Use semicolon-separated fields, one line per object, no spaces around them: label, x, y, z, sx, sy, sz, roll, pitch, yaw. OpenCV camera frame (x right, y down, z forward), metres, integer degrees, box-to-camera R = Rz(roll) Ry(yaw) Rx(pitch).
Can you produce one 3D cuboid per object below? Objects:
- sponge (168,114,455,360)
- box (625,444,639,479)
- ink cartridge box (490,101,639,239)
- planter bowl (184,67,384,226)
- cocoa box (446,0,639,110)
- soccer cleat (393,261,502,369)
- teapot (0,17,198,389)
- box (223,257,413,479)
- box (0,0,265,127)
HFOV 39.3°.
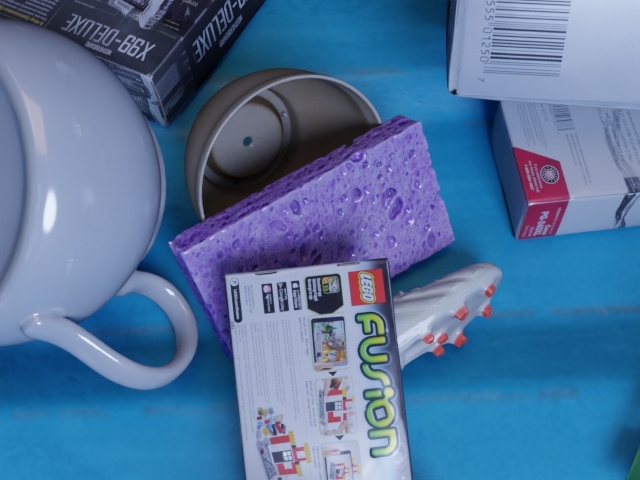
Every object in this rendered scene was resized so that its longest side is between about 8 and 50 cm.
sponge;0.000;0.000;0.692;0.210;0.117;0.031;-30;33;-15
box;0.306;0.177;0.617;0.179;0.043;0.105;28;64;15
ink cartridge box;0.231;-0.067;0.753;0.151;0.063;0.109;-6;59;-2
planter bowl;-0.042;-0.068;0.724;0.162;0.162;0.109;-30;36;-15
cocoa box;0.225;-0.301;0.698;0.232;0.347;0.228;4;27;4
soccer cleat;0.052;0.066;0.681;0.196;0.068;0.076;-35;61;-14
teapot;-0.206;-0.038;0.686;0.253;0.187;0.256;13;98;35
box;0.001;0.120;0.613;0.114;0.036;0.206;-5;87;-2
box;-0.218;-0.268;0.883;0.308;0.076;0.242;23;63;15
